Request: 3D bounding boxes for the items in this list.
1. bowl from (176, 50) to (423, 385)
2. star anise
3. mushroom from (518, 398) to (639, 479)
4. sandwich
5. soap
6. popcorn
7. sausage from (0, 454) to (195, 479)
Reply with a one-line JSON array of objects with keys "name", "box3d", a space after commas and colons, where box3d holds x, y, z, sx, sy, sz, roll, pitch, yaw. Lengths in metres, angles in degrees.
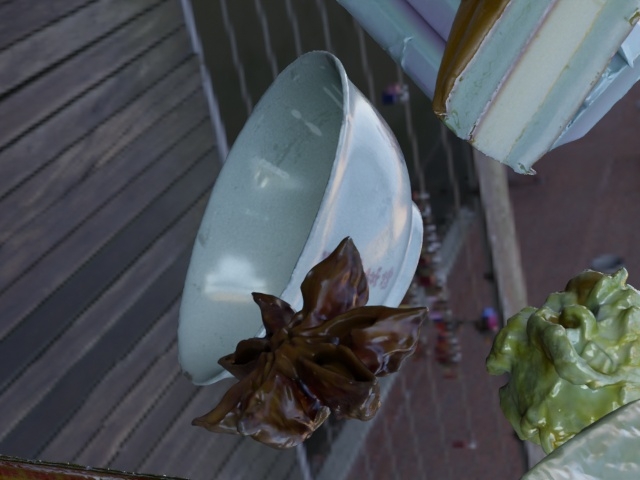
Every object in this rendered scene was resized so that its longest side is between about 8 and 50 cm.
[{"name": "bowl", "box3d": [0.000, 0.000, 1.493, 0.196, 0.435, 0.434, 21, 59, -20]}, {"name": "star anise", "box3d": [-0.006, 0.098, 0.975, 0.111, 0.196, 0.212, 39, 1, -15]}, {"name": "mushroom", "box3d": [0.110, 0.104, 0.420, 0.107, 0.087, 0.333, -58, 160, 0]}, {"name": "sandwich", "box3d": [0.113, -0.132, 0.667, 0.079, 0.163, 0.113, 27, 11, -25]}, {"name": "soap", "box3d": [0.134, -0.163, 0.884, 0.091, 0.145, 0.230, -10, 54, -50]}, {"name": "popcorn", "box3d": [0.202, 0.101, 0.916, 0.135, 0.141, 0.162, 51, 17, 2]}, {"name": "sausage", "box3d": [-0.116, 0.155, 0.619, 0.372, 0.082, 0.082, 17, 68, -40]}]
